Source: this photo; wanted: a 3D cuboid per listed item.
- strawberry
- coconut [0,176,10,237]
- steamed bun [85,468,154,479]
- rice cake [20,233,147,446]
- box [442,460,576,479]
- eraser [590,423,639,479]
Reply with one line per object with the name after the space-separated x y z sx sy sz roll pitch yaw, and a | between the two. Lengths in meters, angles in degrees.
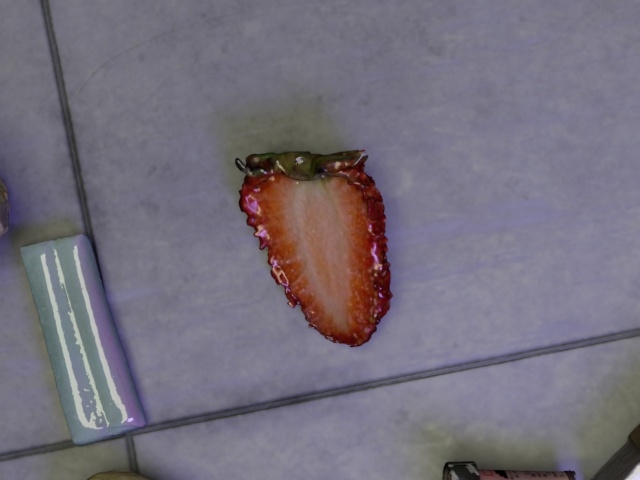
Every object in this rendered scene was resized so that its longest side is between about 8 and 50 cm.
0.002 -0.004 1.549 0.167 0.087 0.208 5 115 26 | strawberry
-0.460 -0.030 1.519 0.244 0.239 0.239 -38 85 0 | coconut
-0.164 0.329 1.530 0.231 0.110 0.212 -26 77 34 | steamed bun
-0.251 0.101 1.585 0.080 0.042 0.222 -17 86 7 | rice cake
0.192 0.289 1.479 0.135 0.151 0.151 -4 88 -2 | box
0.404 0.151 1.458 0.078 0.144 0.343 44 94 4 | eraser
